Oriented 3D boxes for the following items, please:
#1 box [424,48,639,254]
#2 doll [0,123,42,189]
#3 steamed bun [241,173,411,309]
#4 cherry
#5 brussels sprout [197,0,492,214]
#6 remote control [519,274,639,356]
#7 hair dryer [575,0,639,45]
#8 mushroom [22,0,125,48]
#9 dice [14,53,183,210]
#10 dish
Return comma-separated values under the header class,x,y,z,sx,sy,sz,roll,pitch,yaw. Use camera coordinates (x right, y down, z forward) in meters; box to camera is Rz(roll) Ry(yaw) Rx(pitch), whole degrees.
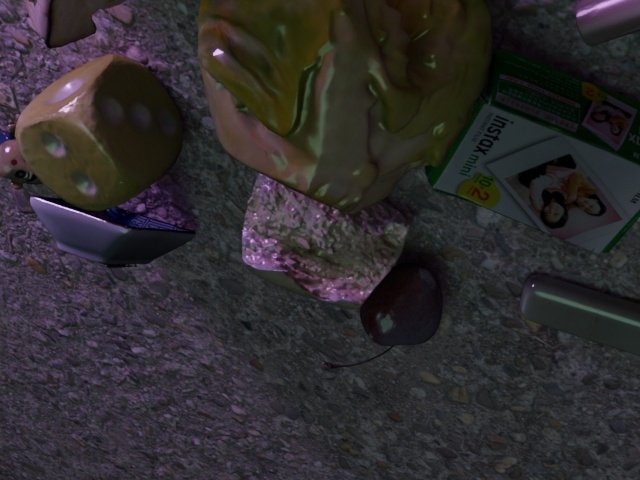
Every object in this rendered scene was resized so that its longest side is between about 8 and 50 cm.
class,x,y,z,sx,sy,sz,roll,pitch,yaw
box,0.265,-0.100,1.101,0.250,0.103,0.180,19,141,-5
doll,-0.524,-0.144,1.583,0.179,0.102,0.089,24,-176,2
steamed bun,0.000,0.000,1.345,0.226,0.170,0.200,23,136,6
cherry,0.098,0.101,1.392,0.188,0.115,0.148,-6,157,-28
brussels sprout,0.013,-0.207,1.001,0.344,0.344,0.268,-4,172,35
remote control,0.428,0.123,1.315,0.310,0.038,0.090,17,140,16
hair dryer,0.297,-0.285,0.900,0.195,0.053,0.220,-15,144,42
mushroom,-0.300,-0.376,1.179,0.173,0.162,0.236,66,154,11
dice,-0.316,-0.155,1.372,0.169,0.166,0.169,-9,127,38
dish,-0.329,-0.006,1.497,0.182,0.080,0.243,17,-177,16
